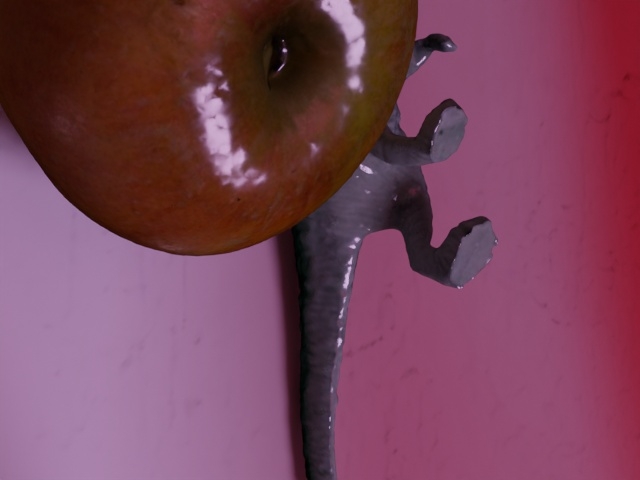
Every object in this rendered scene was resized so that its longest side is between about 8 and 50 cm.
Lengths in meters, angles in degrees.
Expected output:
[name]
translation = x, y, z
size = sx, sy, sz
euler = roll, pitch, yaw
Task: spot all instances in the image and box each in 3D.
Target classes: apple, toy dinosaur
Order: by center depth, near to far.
[apple]
translation = -0.050, -0.091, 0.757
size = 0.182, 0.155, 0.182
euler = -16, 117, -34
[toy dinosaur]
translation = 0.030, 0.000, 0.839
size = 0.076, 0.129, 0.383
euler = 3, 85, -35
